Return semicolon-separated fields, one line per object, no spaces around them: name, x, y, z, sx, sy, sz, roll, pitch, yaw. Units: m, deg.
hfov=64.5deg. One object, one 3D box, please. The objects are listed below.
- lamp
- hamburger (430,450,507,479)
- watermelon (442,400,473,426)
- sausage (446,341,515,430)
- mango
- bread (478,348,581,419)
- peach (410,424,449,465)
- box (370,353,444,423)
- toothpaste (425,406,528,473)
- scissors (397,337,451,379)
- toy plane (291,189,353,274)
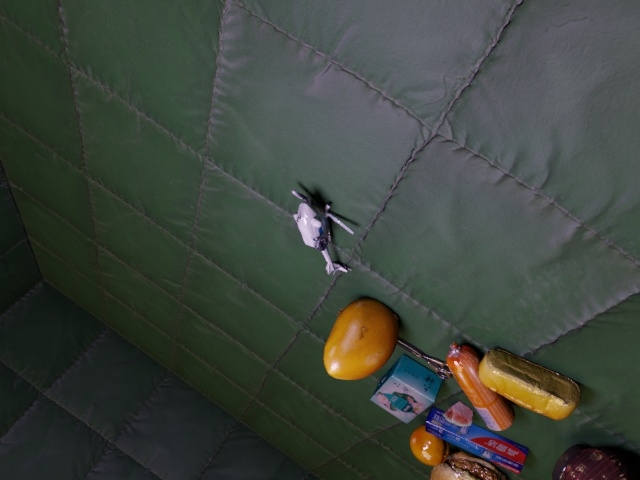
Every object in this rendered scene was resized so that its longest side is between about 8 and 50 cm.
lamp;0.744;0.662;1.332;0.246;0.247;0.247;23;142;19
hamburger;0.533;0.884;1.837;0.259;0.144;0.283;25;137;21
watermelon;0.443;0.552;1.623;0.084;0.072;0.092;30;-176;-9
sausage;0.436;0.397;1.414;0.093;0.093;0.312;-12;122;47
mango;0.112;0.292;1.426;0.187;0.257;0.138;50;143;-16
bread;0.527;0.363;1.296;0.245;0.102;0.094;22;135;18
peach;0.385;0.718;1.774;0.138;0.138;0.138;23;142;19
box;0.275;0.485;1.647;0.153;0.092;0.245;31;145;9
toothpaste;0.505;0.652;1.664;0.320;0.066;0.076;18;140;24
scissors;0.305;0.347;1.532;0.220;0.017;0.088;31;145;9
toy plane;-0.008;-0.002;1.333;0.181;0.107;0.273;29;148;20
